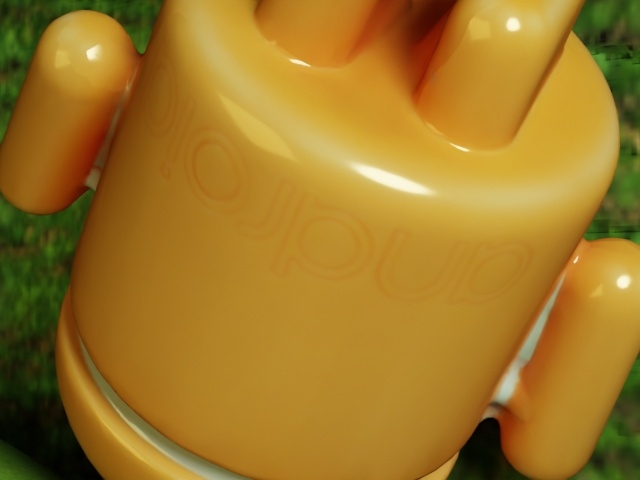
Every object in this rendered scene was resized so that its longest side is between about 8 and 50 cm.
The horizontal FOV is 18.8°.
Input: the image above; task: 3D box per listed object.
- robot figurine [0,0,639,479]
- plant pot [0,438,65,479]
[{"bbox_3d":[-0.002,-0.001,0.531,0.128,0.158,0.219,-113,35,-42],"label":"robot figurine"},{"bbox_3d":[-0.170,0.161,0.652,0.293,0.274,0.275,41,119,58],"label":"plant pot"}]
